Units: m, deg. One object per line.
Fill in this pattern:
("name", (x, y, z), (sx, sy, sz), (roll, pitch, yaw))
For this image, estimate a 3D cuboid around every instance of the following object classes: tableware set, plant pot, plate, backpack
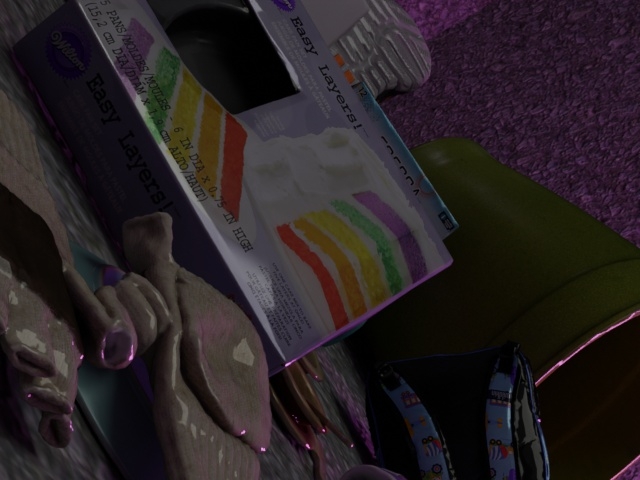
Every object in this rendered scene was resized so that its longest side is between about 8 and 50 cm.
("tableware set", (-0.016, 0.094, 1.217), (0.128, 0.039, 0.194), (59, 6, -15))
("plant pot", (0.194, 0.079, 1.788), (0.353, 0.366, 0.366), (51, 0, 32))
("plate", (-0.086, 0.072, 0.811), (0.188, 0.024, 0.188), (59, 7, -12))
("backpack", (0.124, 0.192, 1.423), (0.117, 0.158, 0.173), (84, -3, -57))

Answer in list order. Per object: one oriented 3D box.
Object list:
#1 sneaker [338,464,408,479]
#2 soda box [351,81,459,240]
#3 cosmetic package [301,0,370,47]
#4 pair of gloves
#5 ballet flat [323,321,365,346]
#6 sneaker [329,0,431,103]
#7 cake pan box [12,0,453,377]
("sneaker", (0.088, 0.266, 1.056), (0.282, 0.102, 0.161), (52, 3, 38))
("soda box", (0.061, -0.069, 1.640), (0.183, 0.063, 0.058), (56, -18, -10))
("cosmetic package", (-0.078, -0.271, 1.665), (0.151, 0.151, 0.184), (20, -32, 54))
("pair of gloves", (-0.089, 0.032, 0.715), (0.240, 0.042, 0.204), (46, 18, -37))
("ballet flat", (0.000, 0.000, 1.525), (0.106, 0.107, 0.316), (52, 6, -12))
("sneaker", (-0.002, -0.175, 1.828), (0.125, 0.180, 0.321), (59, 32, -3))
("cake pan box", (-0.049, -0.054, 1.048), (0.267, 0.070, 0.246), (60, 31, 4))
